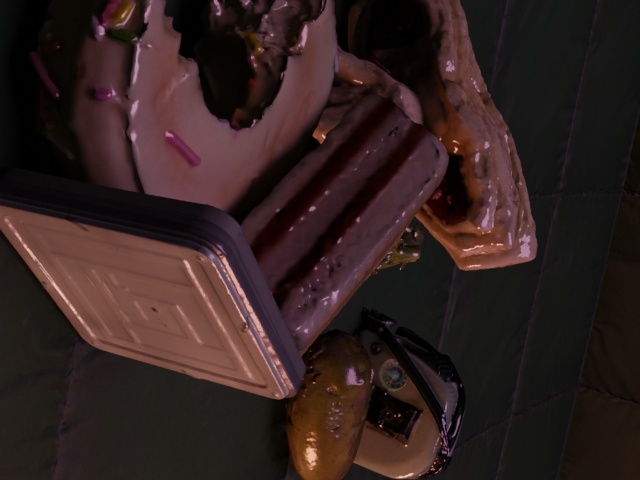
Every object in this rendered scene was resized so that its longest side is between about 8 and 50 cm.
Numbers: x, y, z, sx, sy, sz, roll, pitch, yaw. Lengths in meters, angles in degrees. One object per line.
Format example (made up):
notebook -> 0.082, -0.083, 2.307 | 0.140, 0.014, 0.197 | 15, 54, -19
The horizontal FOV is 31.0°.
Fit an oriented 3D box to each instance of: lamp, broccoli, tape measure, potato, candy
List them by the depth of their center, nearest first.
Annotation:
lamp -> -0.162, 0.045, 1.100 | 0.047, 0.269, 0.266 | -63, 149, -29
candy -> 0.000, 0.000, 1.254 | 0.321, 0.135, 0.179 | -46, 173, -32
broccoli -> 0.075, -0.009, 1.623 | 0.162, 0.138, 0.146 | -165, -91, -86
potato -> 0.009, 0.247, 1.670 | 0.149, 0.113, 0.251 | -40, 145, -57
tape measure -> 0.129, 0.245, 1.785 | 0.115, 0.207, 0.235 | 14, 93, -59

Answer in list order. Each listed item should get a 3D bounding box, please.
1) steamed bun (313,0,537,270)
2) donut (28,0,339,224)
steamed bun -> 0.098, -0.148, 1.479 | 0.189, 0.247, 0.428 | 2, 70, -65
donut -> -0.134, -0.147, 1.172 | 0.371, 0.150, 0.307 | -20, 123, -54
